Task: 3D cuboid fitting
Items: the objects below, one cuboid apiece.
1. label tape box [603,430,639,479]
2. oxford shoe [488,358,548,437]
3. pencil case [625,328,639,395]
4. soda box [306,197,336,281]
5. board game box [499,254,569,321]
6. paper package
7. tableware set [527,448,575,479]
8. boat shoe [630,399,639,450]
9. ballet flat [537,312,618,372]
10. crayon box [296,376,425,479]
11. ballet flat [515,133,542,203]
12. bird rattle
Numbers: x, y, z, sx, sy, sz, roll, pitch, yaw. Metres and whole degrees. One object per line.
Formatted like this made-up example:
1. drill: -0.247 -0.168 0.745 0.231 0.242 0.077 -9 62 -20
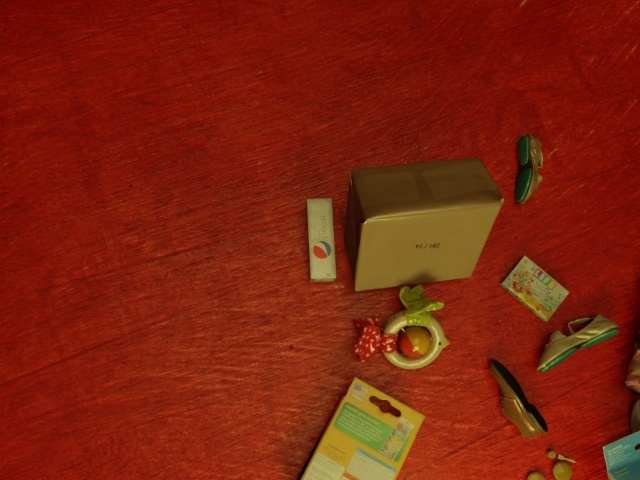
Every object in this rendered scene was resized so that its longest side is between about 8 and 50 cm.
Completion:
1. label tape box: 0.845 0.617 1.290 0.249 0.115 0.347 -20 102 -7
2. oxford shoe: 0.486 0.407 1.393 0.076 0.076 0.212 -40 69 28
3. pencil case: 0.914 0.225 1.405 0.160 0.167 0.386 15 78 19
4. soda box: 0.000 0.000 1.444 0.069 0.074 0.216 -3 78 -4
5. board game box: 0.579 0.129 1.472 0.154 0.026 0.103 40 79 5
6. paper package: 0.234 -0.032 1.338 0.325 0.309 0.168 -6 52 -6
7. tableware set: 0.576 0.610 1.377 0.104 0.024 0.154 20 79 4
8. boat shoe: 0.855 0.516 1.390 0.076 0.083 0.226 -2 90 -14
9. ballet flat: 0.659 0.262 1.432 0.248 0.086 0.086 -23 81 -9
10. crayon box: 0.092 0.526 1.336 0.203 0.083 0.323 29 79 3
11. ballet flat: 0.592 -0.198 1.522 0.067 0.073 0.206 11 81 -15
12. bird rattle: 0.215 0.244 1.377 0.253 0.143 0.207 -41 104 0
